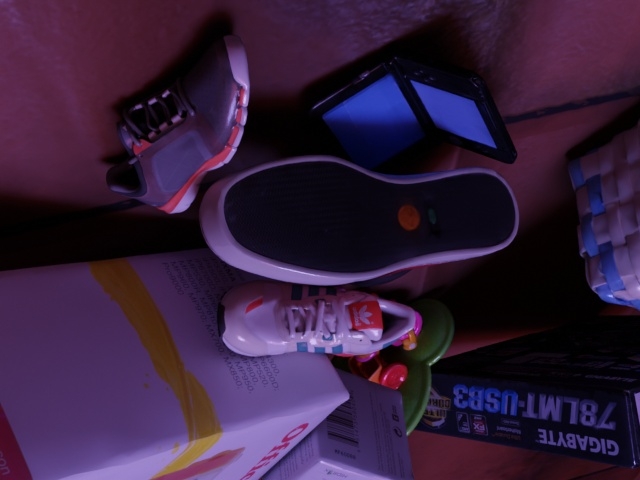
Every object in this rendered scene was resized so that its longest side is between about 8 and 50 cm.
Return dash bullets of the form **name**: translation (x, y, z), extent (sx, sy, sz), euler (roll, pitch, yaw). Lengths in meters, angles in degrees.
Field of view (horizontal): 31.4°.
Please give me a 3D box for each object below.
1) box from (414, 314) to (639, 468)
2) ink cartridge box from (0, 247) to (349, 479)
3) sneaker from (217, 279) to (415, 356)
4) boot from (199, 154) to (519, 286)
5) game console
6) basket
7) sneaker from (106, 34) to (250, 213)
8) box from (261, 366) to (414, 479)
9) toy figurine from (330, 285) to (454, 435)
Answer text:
- **box**: translation (0.278, 0.128, 1.076), extent (0.293, 0.073, 0.295), euler (-9, -177, -35)
- **ink cartridge box**: translation (-0.208, 0.152, 0.822), extent (0.384, 0.160, 0.279), euler (-8, 149, -49)
- **sneaker**: translation (0.002, 0.054, 0.821), extent (0.075, 0.057, 0.161), euler (-17, 161, 42)
- **boot**: translation (0.000, 0.000, 0.845), extent (0.244, 0.088, 0.176), euler (-1, 169, -31)
- **game console**: translation (0.068, -0.075, 0.805), extent (0.071, 0.107, 0.122), euler (-60, 150, -11)
- **basket**: translation (0.375, -0.030, 0.929), extent (0.289, 0.201, 0.255), euler (-28, 149, 32)
- **sneaker**: translation (-0.096, -0.071, 0.732), extent (0.065, 0.061, 0.158), euler (7, 140, -28)
- **box**: translation (0.011, 0.175, 0.954), extent (0.102, 0.101, 0.087), euler (24, 129, -28)
- **toy figurine**: translation (0.021, 0.095, 1.034), extent (0.173, 0.130, 0.159), euler (-49, 135, 5)
